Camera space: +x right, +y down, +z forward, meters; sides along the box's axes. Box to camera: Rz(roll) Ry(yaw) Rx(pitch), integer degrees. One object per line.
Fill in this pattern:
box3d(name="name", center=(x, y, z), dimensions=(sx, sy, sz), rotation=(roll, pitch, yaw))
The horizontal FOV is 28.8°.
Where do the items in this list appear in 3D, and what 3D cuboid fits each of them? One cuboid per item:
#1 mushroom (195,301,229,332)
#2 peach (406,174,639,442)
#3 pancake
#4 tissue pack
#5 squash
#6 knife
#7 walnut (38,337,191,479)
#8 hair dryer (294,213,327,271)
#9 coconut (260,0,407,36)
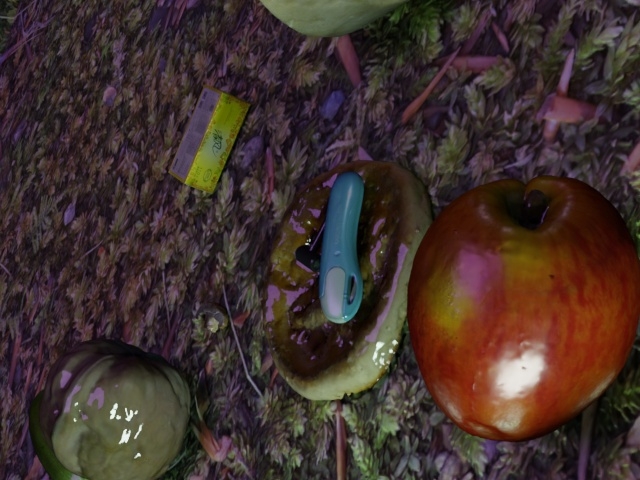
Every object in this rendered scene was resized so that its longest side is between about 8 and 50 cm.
box3d(name="mushroom", center=(-0.179, 0.126, 2.059), dimensions=(0.101, 0.019, 0.049), rotation=(8, 81, 58))
box3d(name="peach", center=(0.212, 0.071, 1.304), dimensions=(0.238, 0.281, 0.281), rotation=(4, 71, 12))
box3d(name="pancake", center=(0.025, 0.053, 1.751), dimensions=(0.356, 0.065, 0.356), rotation=(-27, 55, 47))
box3d(name="tissue pack", center=(-0.198, -0.181, 2.220), dimensions=(0.095, 0.062, 0.176), rotation=(30, 99, 60))
box3d(name="squash", center=(-0.460, 0.378, 2.266), dimensions=(0.107, 0.107, 0.395), rotation=(-63, 33, 10))
box3d(name="knife", center=(0.032, 0.008, 1.689), dimensions=(0.064, 0.031, 0.222), rotation=(-7, 64, 25))
box3d(name="walnut", center=(-0.333, 0.280, 2.007), dimensions=(0.248, 0.248, 0.248), rotation=(-33, 47, 44))
box3d(name="hair dryer", center=(0.000, 0.000, 1.738), dimensions=(0.047, 0.026, 0.083), rotation=(33, 95, 51))
box3d(name="coconut", center=(0.018, -0.468, 1.824), dimensions=(0.352, 0.353, 0.352), rotation=(-33, 47, 44))
